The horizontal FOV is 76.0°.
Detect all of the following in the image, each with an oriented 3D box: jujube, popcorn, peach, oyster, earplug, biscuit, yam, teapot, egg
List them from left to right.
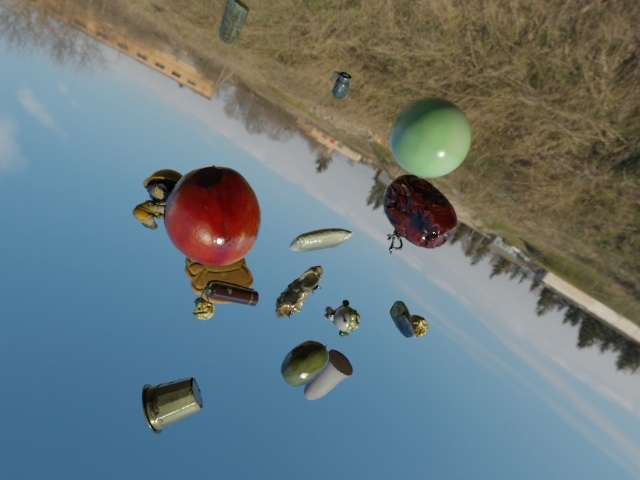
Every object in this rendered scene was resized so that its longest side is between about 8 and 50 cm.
[{"bbox_3d":[-0.691,0.402,2.435,0.126,0.144,0.126,8,-164,-12],"label":"popcorn"},{"bbox_3d":[-0.402,-0.102,1.565,0.389,0.388,0.388,30,-167,-7],"label":"peach"},{"bbox_3d":[-0.501,0.146,2.010,0.312,0.057,0.351,-17,-102,-39],"label":"biscuit"},{"bbox_3d":[-0.373,-0.947,1.758,0.107,0.183,0.107,20,-132,-23],"label":"yam"},{"bbox_3d":[-0.105,0.261,2.083,0.133,0.337,0.198,46,-171,10],"label":"oyster"},{"bbox_3d":[0.016,0.758,2.240,0.172,0.301,0.172,36,-162,-14],"label":"earplug"},{"bbox_3d":[0.066,-0.523,1.373,0.049,0.083,0.063,-23,-117,-37],"label":"teapot"},{"bbox_3d":[0.408,0.369,1.768,0.110,0.096,0.089,-10,166,15],"label":"popcorn"},{"bbox_3d":[0.471,-0.138,1.972,0.277,0.276,0.376,13,-146,-55],"label":"jujube"},{"bbox_3d":[0.309,-0.289,1.159,0.221,0.220,0.269,27,-159,-18],"label":"egg"}]

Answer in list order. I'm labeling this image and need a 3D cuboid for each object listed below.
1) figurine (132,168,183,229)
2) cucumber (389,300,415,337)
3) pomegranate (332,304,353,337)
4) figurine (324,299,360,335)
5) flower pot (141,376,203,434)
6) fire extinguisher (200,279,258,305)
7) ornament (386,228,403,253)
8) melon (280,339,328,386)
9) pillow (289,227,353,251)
[{"bbox_3d":[-0.652,-0.178,1.663,0.167,0.256,0.192,42,155,-12],"label":"figurine"},{"bbox_3d":[0.331,0.325,1.622,0.074,0.074,0.241,44,169,43],"label":"cucumber"},{"bbox_3d":[0.149,0.505,2.575,0.160,0.204,0.159,-2,-178,0],"label":"pomegranate"},{"bbox_3d":[0.087,0.310,1.653,0.094,0.147,0.197,6,180,-21],"label":"figurine"},{"bbox_3d":[-0.625,0.677,1.746,0.212,0.203,0.212,158,90,-81],"label":"flower pot"},{"bbox_3d":[-0.236,0.137,1.064,0.158,0.043,0.064,19,-128,-38],"label":"fire extinguisher"},{"bbox_3d":[0.425,-0.016,2.129,0.080,0.236,0.202,-4,135,40],"label":"ornament"},{"bbox_3d":[-0.042,0.371,1.249,0.114,0.167,0.114,48,162,22],"label":"melon"},{"bbox_3d":[0.000,0.000,1.754,0.254,0.144,0.078,-8,-109,-19],"label":"pillow"}]
